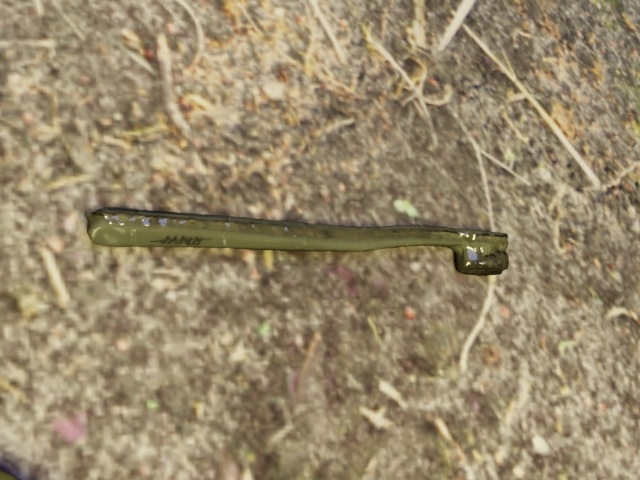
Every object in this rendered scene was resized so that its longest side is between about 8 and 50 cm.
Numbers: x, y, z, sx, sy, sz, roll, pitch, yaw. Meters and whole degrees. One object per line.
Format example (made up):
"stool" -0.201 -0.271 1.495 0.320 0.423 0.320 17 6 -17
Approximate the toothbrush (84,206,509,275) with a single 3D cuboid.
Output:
"toothbrush" 0.000 0.000 0.576 0.297 0.030 0.030 4 73 -29

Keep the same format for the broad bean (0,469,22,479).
"broad bean" -0.196 0.175 0.330 0.263 0.121 0.189 -10 64 -50
